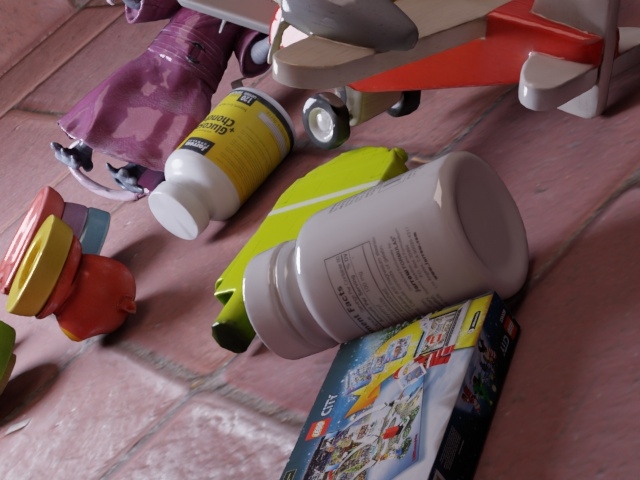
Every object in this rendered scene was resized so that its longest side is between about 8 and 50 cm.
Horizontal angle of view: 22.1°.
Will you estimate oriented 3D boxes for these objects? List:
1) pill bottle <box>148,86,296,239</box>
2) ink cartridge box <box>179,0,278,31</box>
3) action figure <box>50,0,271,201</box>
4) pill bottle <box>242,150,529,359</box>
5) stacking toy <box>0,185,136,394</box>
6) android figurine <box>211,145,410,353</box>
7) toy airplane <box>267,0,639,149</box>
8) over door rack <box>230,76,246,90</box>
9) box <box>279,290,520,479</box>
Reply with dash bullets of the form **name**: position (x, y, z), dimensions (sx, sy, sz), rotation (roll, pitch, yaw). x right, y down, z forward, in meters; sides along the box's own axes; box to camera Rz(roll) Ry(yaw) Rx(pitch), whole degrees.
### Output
- **pill bottle**: position (-0.118, -0.089, 1.936), dimensions (0.103, 0.103, 0.184), rotation (-7, 36, 52)
- **ink cartridge box**: position (0.025, -0.419, 1.882), dimensions (0.166, 0.285, 0.395), rotation (-121, 49, -84)
- **action figure**: position (-0.166, -0.218, 2.130), dimensions (0.370, 0.248, 0.276), rotation (-57, -8, -14)
- **pill bottle**: position (0.051, 0.022, 1.407), dimensions (0.229, 0.131, 0.131), rotation (-23, 25, 32)
- **stacking toy**: position (-0.324, 0.093, 1.955), dimensions (0.280, 0.130, 0.309), rotation (-62, 16, 10)
- **android figurine**: position (0.000, 0.000, 1.635), dimensions (0.248, 0.056, 0.273), rotation (-16, 30, 44)
- **toy airplane**: position (0.129, -0.242, 1.597), dimensions (0.384, 0.273, 0.386), rotation (-13, 14, 2)
- **over door rack**: position (0.030, -0.320, 2.173), dimensions (0.239, 0.108, 0.324), rotation (-16, 30, 45)
- **box**: position (0.055, 0.147, 1.265), dimensions (0.159, 0.044, 0.233), rotation (-22, 26, 34)
